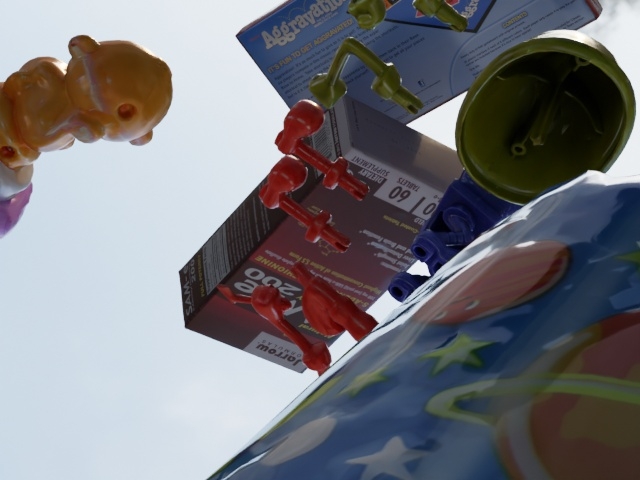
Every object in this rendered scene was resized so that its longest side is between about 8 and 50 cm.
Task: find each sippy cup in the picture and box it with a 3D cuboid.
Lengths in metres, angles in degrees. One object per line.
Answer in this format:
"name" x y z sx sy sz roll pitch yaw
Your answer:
"sippy cup" 0.061 0.107 0.400 0.224 0.305 0.240 -49 -64 -40

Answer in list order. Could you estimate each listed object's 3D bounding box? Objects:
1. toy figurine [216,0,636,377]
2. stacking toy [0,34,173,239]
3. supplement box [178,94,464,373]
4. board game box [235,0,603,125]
"toy figurine" 0.102 -0.067 1.104 0.191 0.363 0.217 35 -132 10
"stacking toy" -0.210 -0.038 0.855 0.166 0.301 0.175 -88 -27 -52
"supplement box" 0.000 0.000 1.423 0.130 0.239 0.073 24 -143 -29
"board game box" 0.076 -0.180 1.401 0.145 0.281 0.027 53 -146 -15
